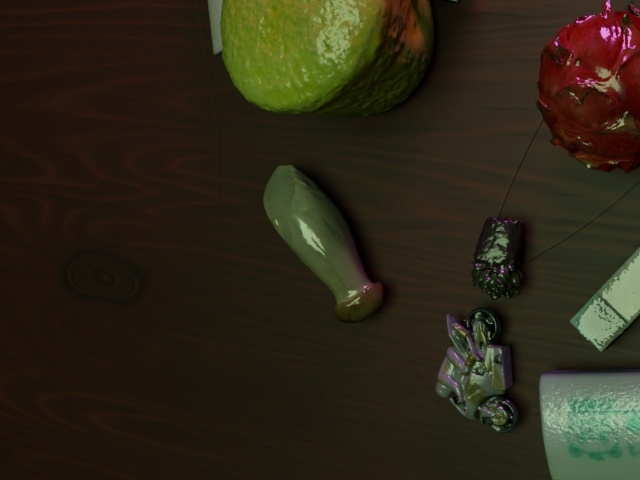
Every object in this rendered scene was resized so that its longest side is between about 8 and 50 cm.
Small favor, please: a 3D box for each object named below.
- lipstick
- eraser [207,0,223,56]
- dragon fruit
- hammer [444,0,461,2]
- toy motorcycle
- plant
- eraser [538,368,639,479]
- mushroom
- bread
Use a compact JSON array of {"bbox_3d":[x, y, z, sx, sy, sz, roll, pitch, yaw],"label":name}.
[{"bbox_3d":[0.553,0.020,1.473,0.076,0.080,0.371,47,114,21],"label":"lipstick"},{"bbox_3d":[-0.150,-0.515,1.858,0.174,0.095,0.270,-7,90,31],"label":"eraser"},{"bbox_3d":[0.447,-0.229,1.437,0.241,0.241,0.252,-3,74,32],"label":"dragon fruit"},{"bbox_3d":[0.338,-0.543,1.535,0.427,0.044,0.152,-27,97,18],"label":"hammer"},{"bbox_3d":[0.269,0.236,1.664,0.152,0.073,0.225,-13,87,34],"label":"toy motorcycle"},{"bbox_3d":[0.311,0.031,1.615,0.092,0.094,0.143,9,93,20],"label":"plant"},{"bbox_3d":[0.511,0.300,1.504,0.290,0.104,0.189,-7,95,32],"label":"eraser"},{"bbox_3d":[0.000,0.000,1.787,0.128,0.128,0.350,-37,79,28],"label":"mushroom"},{"bbox_3d":[0.023,-0.384,1.636,0.348,0.308,0.348,0,91,37],"label":"bread"}]
